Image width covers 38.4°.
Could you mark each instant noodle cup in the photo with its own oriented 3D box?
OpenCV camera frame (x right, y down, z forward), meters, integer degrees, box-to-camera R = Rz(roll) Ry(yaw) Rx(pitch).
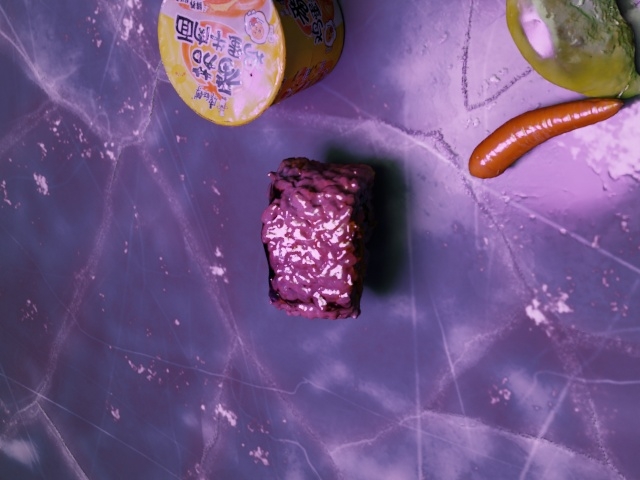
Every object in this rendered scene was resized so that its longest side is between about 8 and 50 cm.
[{"bbox_3d":[-0.100,-0.327,1.480,0.264,0.200,0.264,14,114,33],"label":"instant noodle cup"}]

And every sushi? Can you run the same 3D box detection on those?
[{"bbox_3d":[0.000,0.000,1.512,0.171,0.236,0.270,4,110,10],"label":"sushi"}]

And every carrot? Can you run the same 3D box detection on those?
[{"bbox_3d":[0.311,-0.159,1.319,0.062,0.066,0.271,42,135,-17],"label":"carrot"}]

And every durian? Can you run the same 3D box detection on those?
[{"bbox_3d":[0.331,-0.288,1.239,0.139,0.101,0.250,-22,99,38],"label":"durian"}]
